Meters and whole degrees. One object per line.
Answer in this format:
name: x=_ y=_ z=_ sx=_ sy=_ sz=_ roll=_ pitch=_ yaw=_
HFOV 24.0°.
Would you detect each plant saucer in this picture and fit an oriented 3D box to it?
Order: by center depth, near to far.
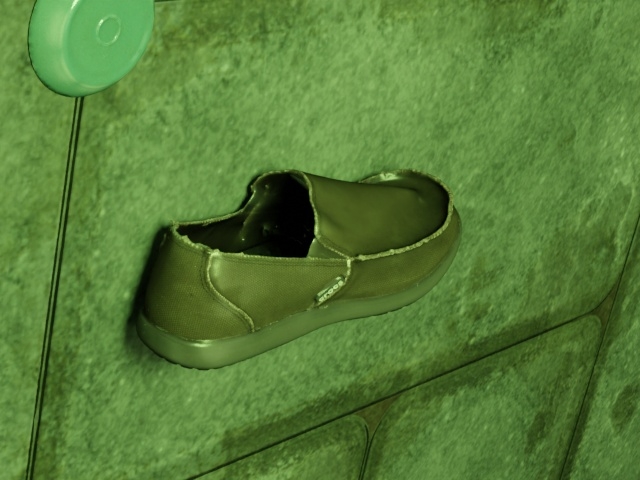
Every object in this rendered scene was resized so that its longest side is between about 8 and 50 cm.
plant saucer: x=-0.164 y=-0.160 z=1.126 sx=0.119 sy=0.021 sz=0.119 roll=-31 pitch=135 yaw=-36

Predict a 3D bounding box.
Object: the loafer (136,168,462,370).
loafer: x=0.000 y=0.000 z=1.353 sx=0.366 sy=0.134 sz=0.130 roll=-25 pitch=132 yaw=-41
